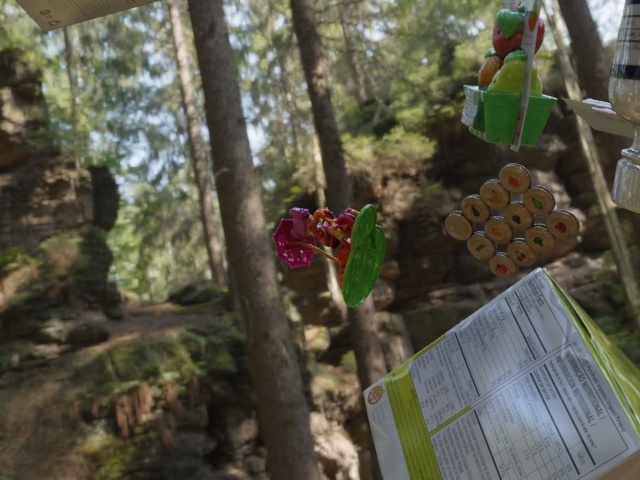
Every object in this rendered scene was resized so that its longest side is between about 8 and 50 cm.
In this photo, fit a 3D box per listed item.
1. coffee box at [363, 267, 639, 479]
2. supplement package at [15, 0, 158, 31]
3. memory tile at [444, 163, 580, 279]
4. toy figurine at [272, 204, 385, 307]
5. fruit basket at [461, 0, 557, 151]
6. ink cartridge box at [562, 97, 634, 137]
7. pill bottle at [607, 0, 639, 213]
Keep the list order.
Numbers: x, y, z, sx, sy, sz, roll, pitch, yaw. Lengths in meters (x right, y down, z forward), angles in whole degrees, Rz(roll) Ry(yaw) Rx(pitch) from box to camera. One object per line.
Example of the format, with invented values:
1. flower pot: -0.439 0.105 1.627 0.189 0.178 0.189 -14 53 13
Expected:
1. coffee box: 0.310 0.314 1.127 0.334 0.338 0.338 -39 -60 17
2. supplement package: -0.143 -0.319 0.646 0.263 0.198 0.199 -15 -7 -1
3. memory tile: 0.220 -0.019 0.980 0.012 0.113 0.148 -44 -2 -39
4. toy figurine: 0.000 0.000 1.267 0.159 0.130 0.173 19 -45 24
5. fruit basket: 0.395 -0.383 1.775 0.166 0.352 0.327 -2 15 -1
6. ink cartridge box: 0.471 -0.198 1.293 0.145 0.045 0.179 21 1 35
7. pill bottle: 0.212 -0.104 0.432 0.112 0.186 0.112 6 14 -2
